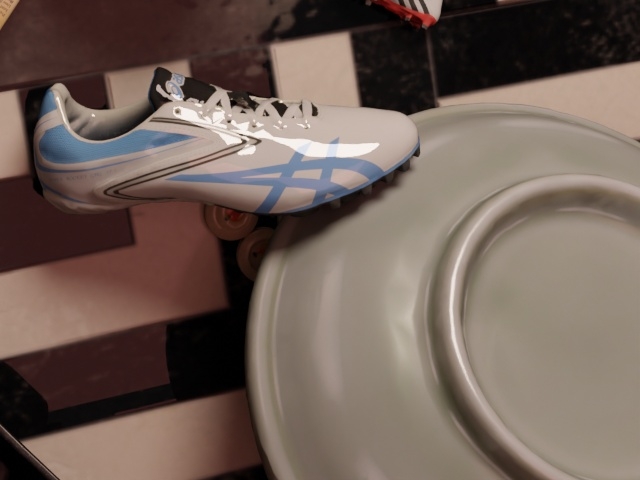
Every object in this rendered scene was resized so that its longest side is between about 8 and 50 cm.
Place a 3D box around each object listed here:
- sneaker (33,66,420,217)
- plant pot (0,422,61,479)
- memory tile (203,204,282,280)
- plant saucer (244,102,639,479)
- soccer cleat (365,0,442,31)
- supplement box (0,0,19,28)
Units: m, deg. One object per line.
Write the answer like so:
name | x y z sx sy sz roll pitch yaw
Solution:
sneaker | -0.057 -0.063 0.867 0.237 0.085 0.086 -3 117 -1
plant pot | -0.252 0.158 0.813 0.187 0.167 0.188 -44 109 -9
memory tile | 0.000 0.000 0.957 0.113 0.012 0.148 -40 108 -9
plant saucer | 0.157 0.073 0.873 0.400 0.100 0.401 7 63 -14
soccer cleat | 0.046 -0.170 0.942 0.083 0.029 0.036 27 80 -23
supplement box | -0.220 -0.139 0.851 0.062 0.036 0.098 33 87 -19
